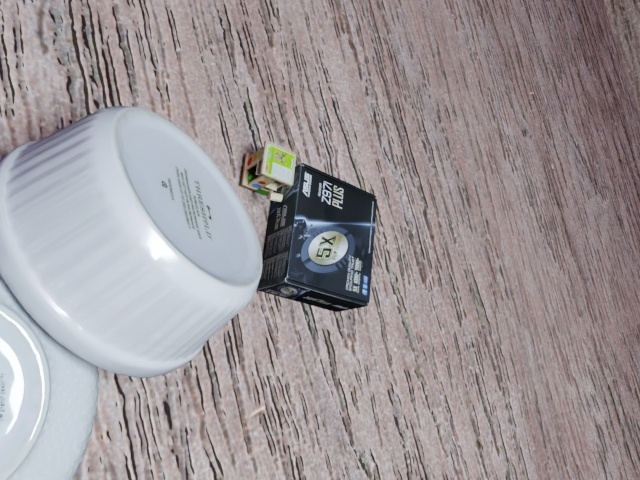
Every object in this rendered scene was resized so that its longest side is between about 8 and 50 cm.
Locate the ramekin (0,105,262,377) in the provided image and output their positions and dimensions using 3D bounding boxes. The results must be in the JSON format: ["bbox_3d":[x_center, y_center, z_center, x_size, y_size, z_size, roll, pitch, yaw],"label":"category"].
[{"bbox_3d":[-0.173,-0.012,0.542,0.272,0.127,0.272,51,17,-22],"label":"ramekin"}]

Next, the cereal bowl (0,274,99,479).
[{"bbox_3d":[-0.324,0.124,0.415,0.339,0.141,0.338,22,61,-46],"label":"cereal bowl"}]

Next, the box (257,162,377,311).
[{"bbox_3d":[0.000,0.000,0.789,0.148,0.078,0.180,20,65,-32],"label":"box"}]

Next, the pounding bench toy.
[{"bbox_3d":[-0.078,-0.087,0.761,0.052,0.065,0.083,19,66,-34],"label":"pounding bench toy"}]
